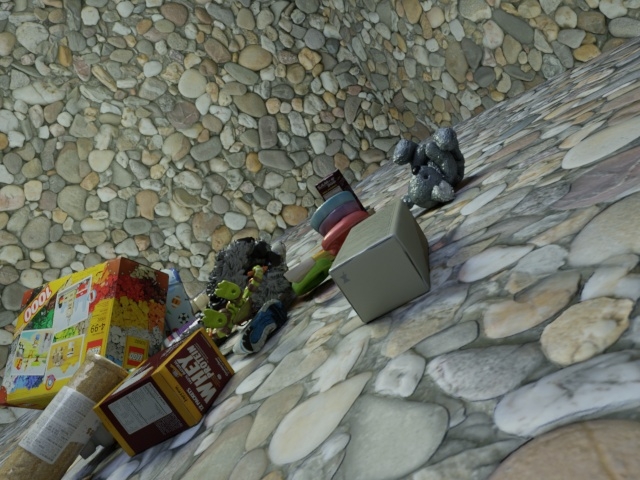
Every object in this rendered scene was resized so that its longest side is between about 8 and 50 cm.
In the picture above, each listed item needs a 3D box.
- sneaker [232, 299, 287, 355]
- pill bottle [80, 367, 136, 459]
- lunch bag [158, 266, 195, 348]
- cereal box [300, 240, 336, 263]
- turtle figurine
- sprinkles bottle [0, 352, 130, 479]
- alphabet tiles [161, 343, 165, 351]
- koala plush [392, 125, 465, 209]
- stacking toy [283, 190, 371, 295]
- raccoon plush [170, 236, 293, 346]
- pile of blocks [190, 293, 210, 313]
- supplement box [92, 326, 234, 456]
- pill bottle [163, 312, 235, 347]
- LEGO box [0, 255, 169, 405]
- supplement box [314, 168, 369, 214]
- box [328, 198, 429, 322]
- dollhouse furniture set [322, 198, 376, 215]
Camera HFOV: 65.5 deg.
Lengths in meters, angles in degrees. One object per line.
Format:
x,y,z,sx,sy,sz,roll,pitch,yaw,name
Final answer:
-0.155,0.215,1.235,0.083,0.071,0.191,-35,5,39,sneaker
-0.503,0.419,1.204,0.208,0.117,0.118,-40,9,-34,pill bottle
-0.527,0.240,1.715,0.115,0.303,0.243,-17,-5,-33,lunch bag
0.014,0.038,1.710,0.173,0.047,0.240,-33,8,2,cereal box
-0.212,0.174,1.200,0.269,0.087,0.217,-51,-10,-4,turtle figurine
-0.554,0.416,1.051,0.121,0.121,0.355,-24,30,52,sprinkles bottle
-0.688,0.361,1.687,0.285,0.342,0.011,-33,-26,-2,alphabet tiles
0.320,-0.176,1.448,0.196,0.203,0.221,-13,40,37,koala plush
0.000,0.000,1.314,0.280,0.130,0.309,-38,-17,-4,stacking toy
-0.259,0.161,1.466,0.447,0.216,0.299,-36,-7,-15,raccoon plush
-0.375,0.238,1.908,0.149,0.112,0.362,-43,-7,34,pile of blocks
-0.325,0.316,1.060,0.194,0.129,0.191,-31,8,20,supplement box
-0.356,0.283,1.487,0.194,0.108,0.108,-36,8,-17,pill bottle
-0.721,0.301,1.525,0.501,0.372,0.193,-17,-30,28,LEGO box
0.085,-0.097,1.533,0.073,0.239,0.130,-32,7,17,supplement box
0.129,0.027,1.009,0.148,0.121,0.311,-31,8,19,box
0.107,-0.109,1.730,0.129,0.183,0.129,-33,7,3,dollhouse furniture set
